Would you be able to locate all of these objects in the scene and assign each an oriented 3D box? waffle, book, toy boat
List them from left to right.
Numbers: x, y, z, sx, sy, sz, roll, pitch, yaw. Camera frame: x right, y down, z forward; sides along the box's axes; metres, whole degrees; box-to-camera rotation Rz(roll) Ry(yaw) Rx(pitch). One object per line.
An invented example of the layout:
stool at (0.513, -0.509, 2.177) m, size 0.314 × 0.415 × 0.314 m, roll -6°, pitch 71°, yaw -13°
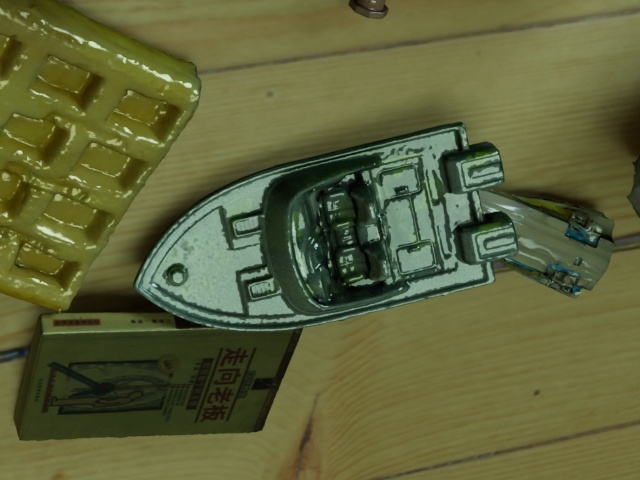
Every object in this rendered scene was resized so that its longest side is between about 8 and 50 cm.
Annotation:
waffle at (-0.240, -0.069, 1.057) m, size 0.221 × 0.055 × 0.248 m, roll 21°, pitch 116°, yaw -34°
book at (-0.144, 0.120, 1.232) m, size 0.230 × 0.026 × 0.161 m, roll 0°, pitch 138°, yaw -21°
toy boat at (0.000, 0.000, 1.167) m, size 0.319 × 0.092 × 0.141 m, roll -14°, pitch 104°, yaw -2°
toy boat at (0.174, -0.011, 1.262) m, size 0.210 × 0.066 × 0.084 m, roll 20°, pitch 104°, yaw -19°

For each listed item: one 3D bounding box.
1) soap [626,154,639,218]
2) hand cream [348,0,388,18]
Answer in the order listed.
soap at (0.445, -0.010, 1.233) m, size 0.446 × 0.261 × 0.156 m, roll 27°, pitch 115°, yaw -35°
hand cream at (0.064, -0.265, 1.037) m, size 0.043 × 0.067 × 0.210 m, roll -34°, pitch 149°, yaw -52°
